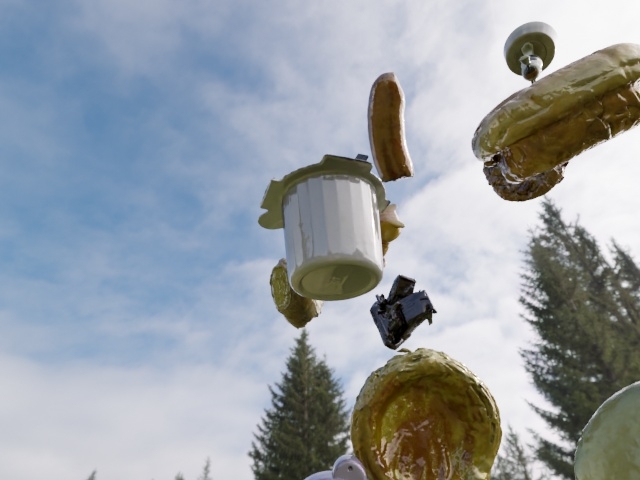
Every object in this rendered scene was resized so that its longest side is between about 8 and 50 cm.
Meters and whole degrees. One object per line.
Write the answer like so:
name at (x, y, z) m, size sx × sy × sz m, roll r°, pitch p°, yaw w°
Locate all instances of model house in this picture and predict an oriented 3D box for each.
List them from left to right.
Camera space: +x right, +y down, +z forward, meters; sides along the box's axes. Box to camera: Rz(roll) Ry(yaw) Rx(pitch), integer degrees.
model house at (0.235, 0.191, 1.222) m, size 0.141 × 0.203 × 0.164 m, roll 6°, pitch -59°, yaw -24°

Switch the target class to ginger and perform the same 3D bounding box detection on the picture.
ginger at (-0.067, 0.173, 1.481) m, size 0.221 × 0.130 × 0.275 m, roll 5°, pitch -80°, yaw -38°

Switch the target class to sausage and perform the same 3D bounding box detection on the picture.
sausage at (0.175, -0.283, 1.071) m, size 0.109 × 0.109 × 0.270 m, roll -6°, pitch -78°, yaw 7°

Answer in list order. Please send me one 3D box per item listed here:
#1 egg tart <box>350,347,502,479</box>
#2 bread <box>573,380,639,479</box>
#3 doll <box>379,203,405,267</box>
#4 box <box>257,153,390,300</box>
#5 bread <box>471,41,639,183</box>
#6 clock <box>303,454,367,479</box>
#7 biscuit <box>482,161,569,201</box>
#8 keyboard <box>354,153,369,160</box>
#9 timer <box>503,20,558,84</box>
egg tart at (0.262, 0.471, 1.076) m, size 0.388 × 0.388 × 0.169 m, roll 2°, pitch -19°, yaw -3°
bread at (0.491, 0.307, 0.493) m, size 0.320 × 0.320 × 0.237 m, roll -32°, pitch -54°, yaw 32°
doll at (0.239, -0.016, 1.784) m, size 0.162 × 0.166 × 0.269 m, roll -4°, pitch -40°, yaw -25°
box at (0.000, 0.000, 0.843) m, size 0.291 × 0.206 × 0.262 m, roll -16°, pitch -35°, yaw 16°
bread at (0.337, -0.172, 0.592) m, size 0.236 × 0.120 × 0.198 m, roll -27°, pitch -6°, yaw 8°
clock at (0.042, 0.671, 0.913) m, size 0.295 × 0.322 × 0.113 m, roll -25°, pitch -14°, yaw -6°
biscuit at (0.795, -0.303, 1.659) m, size 0.289 × 0.334 × 0.081 m, roll -37°, pitch -45°, yaw 15°
keyboard at (0.111, -0.240, 1.471) m, size 0.053 × 0.155 × 0.010 m, roll 25°, pitch -13°, yaw 42°
timer at (0.703, -0.597, 1.407) m, size 0.175 × 0.266 × 0.175 m, roll 14°, pitch -42°, yaw 13°
